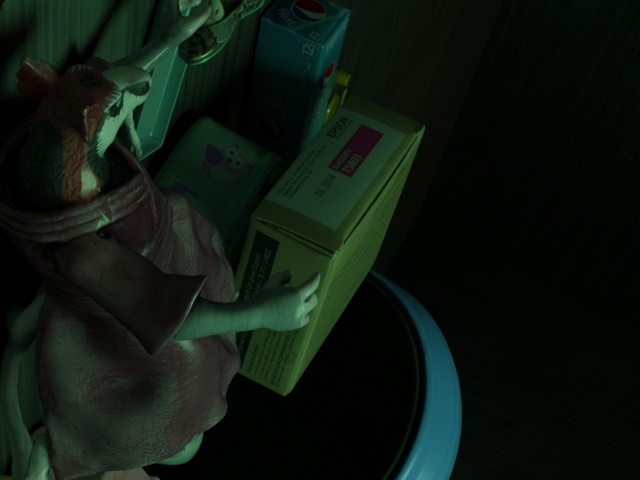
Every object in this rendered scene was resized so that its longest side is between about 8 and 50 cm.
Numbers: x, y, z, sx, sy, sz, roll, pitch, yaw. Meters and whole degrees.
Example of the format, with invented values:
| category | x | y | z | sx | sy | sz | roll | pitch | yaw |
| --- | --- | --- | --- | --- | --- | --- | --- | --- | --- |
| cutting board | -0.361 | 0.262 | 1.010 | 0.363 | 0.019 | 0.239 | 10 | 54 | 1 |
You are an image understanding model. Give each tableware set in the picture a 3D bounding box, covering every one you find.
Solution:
| category | x | y | z | sx | sy | sz | roll | pitch | yaw |
| --- | --- | --- | --- | --- | --- | --- | --- | --- | --- |
| tableware set | 0.000 | -0.183 | 1.488 | 0.154 | 0.024 | 0.104 | -49 | 161 | -52 |

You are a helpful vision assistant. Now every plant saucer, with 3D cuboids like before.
| category | x | y | z | sx | sy | sz | roll | pitch | yaw |
| --- | --- | --- | --- | --- | --- | --- | --- | --- | --- |
| plant saucer | -0.121 | -0.149 | 0.893 | 0.192 | 0.018 | 0.067 | -67 | 171 | 29 |

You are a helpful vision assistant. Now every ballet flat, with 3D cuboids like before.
| category | x | y | z | sx | sy | sz | roll | pitch | yaw |
| --- | --- | --- | --- | --- | --- | --- | --- | --- | --- |
| ballet flat | -0.080 | -0.179 | 0.881 | 0.114 | 0.041 | 0.041 | -55 | 168 | -44 |

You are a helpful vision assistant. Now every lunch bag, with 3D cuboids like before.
| category | x | y | z | sx | sy | sz | roll | pitch | yaw |
| --- | --- | --- | --- | --- | --- | --- | --- | --- | --- |
| lunch bag | -0.116 | 0.020 | 1.123 | 0.224 | 0.108 | 0.279 | -61 | 171 | -12 |

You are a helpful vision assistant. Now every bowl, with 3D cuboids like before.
| category | x | y | z | sx | sy | sz | roll | pitch | yaw |
| --- | --- | --- | --- | --- | --- | --- | --- | --- | --- |
| bowl | -0.048 | 0.183 | 1.204 | 0.391 | 0.391 | 0.077 | -60 | 144 | -19 |

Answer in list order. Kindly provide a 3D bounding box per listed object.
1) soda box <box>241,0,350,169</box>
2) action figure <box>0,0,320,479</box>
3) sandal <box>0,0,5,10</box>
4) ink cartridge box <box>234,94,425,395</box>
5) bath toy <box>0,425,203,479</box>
| category | x | y | z | sx | sy | sz | roll | pitch | yaw |
| --- | --- | --- | --- | --- | --- | --- | --- | --- | --- |
| soda box | -0.031 | -0.162 | 1.194 | 0.067 | 0.071 | 0.210 | -57 | 170 | -37 |
| action figure | -0.159 | -0.004 | 0.788 | 0.276 | 0.248 | 0.370 | -20 | 149 | -3 |
| sandal | -0.165 | -0.154 | 0.511 | 0.090 | 0.060 | 0.219 | 114 | -7 | -60 |
| ink cartridge box | 0.000 | 0.000 | 1.085 | 0.234 | 0.088 | 0.193 | -53 | 165 | -48 |
| bath toy | -0.235 | 0.240 | 1.055 | 0.129 | 0.151 | 0.348 | -23 | -163 | 31 |
